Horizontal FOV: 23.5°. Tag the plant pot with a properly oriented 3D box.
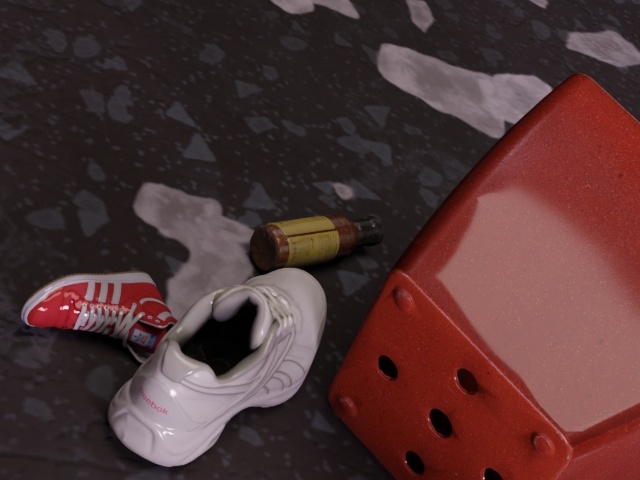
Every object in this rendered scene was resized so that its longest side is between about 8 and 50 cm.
[{"bbox_3d":[0.164,0.085,1.157,0.235,0.267,0.267,-30,67,-35],"label":"plant pot"}]

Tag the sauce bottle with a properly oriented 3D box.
[{"bbox_3d":[0.000,0.000,1.295,0.128,0.042,0.042,-7,51,-41],"label":"sauce bottle"}]

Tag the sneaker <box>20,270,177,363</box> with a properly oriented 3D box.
[{"bbox_3d":[-0.156,0.059,1.118,0.118,0.042,0.067,-9,49,-43],"label":"sneaker"}]

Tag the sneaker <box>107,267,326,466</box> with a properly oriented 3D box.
[{"bbox_3d":[-0.051,0.071,1.116,0.090,0.115,0.232,38,37,8],"label":"sneaker"}]
